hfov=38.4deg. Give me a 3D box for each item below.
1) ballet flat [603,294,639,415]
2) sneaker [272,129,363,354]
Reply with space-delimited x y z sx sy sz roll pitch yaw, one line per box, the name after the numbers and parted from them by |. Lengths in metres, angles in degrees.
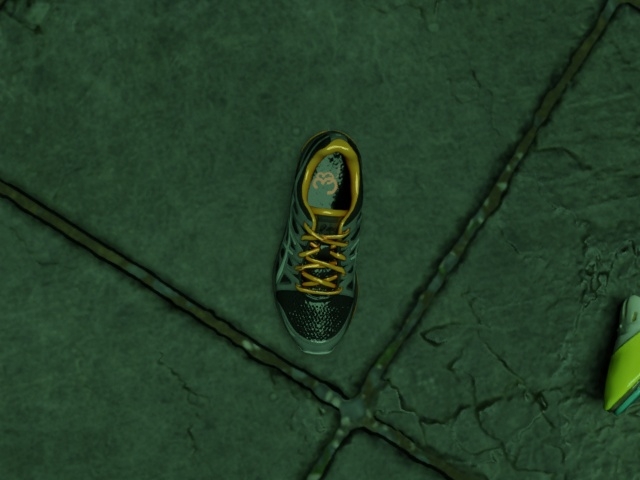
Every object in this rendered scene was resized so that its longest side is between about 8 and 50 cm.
0.339 0.070 0.888 0.231 0.077 0.077 -39 70 -7 | ballet flat
0.000 0.000 0.857 0.084 0.083 0.214 3 89 -5 | sneaker
